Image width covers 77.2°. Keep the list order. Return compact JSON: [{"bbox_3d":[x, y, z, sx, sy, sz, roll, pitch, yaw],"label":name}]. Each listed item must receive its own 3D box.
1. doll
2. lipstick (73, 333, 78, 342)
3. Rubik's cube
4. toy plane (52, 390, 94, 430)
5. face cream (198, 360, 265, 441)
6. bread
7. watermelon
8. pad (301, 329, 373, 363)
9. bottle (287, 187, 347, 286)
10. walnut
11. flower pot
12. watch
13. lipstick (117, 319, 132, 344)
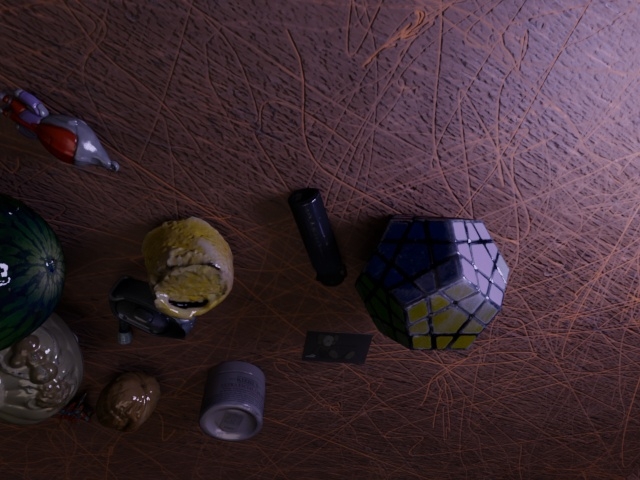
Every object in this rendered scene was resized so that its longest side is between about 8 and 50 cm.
[{"bbox_3d":[-0.483,-0.194,0.746,0.228,0.075,0.102,29,132,-10],"label":"doll"},{"bbox_3d":[-0.741,0.293,1.066,0.187,0.063,0.057,-18,120,16],"label":"lipstick"},{"bbox_3d":[0.231,0.081,0.859,0.319,0.318,0.264,-28,148,14],"label":"Rubik's cube"},{"bbox_3d":[-0.729,0.496,1.197,0.130,0.061,0.189,32,112,-21],"label":"toy plane"},{"bbox_3d":[-0.248,0.461,1.150,0.178,0.152,0.177,-2,123,-4],"label":"face cream"},{"bbox_3d":[-0.287,0.058,0.871,0.197,0.170,0.196,-9,123,-13],"label":"bread"},{"bbox_3d":[-0.681,0.056,0.748,0.364,0.363,0.362,-2,123,-3],"label":"watermelon"},{"bbox_3d":[0.048,0.310,1.156,0.190,0.004,0.127,5,123,-7],"label":"pad"},{"bbox_3d":[0.000,0.000,0.906,0.082,0.072,0.244,-4,126,21],"label":"bottle"},{"bbox_3d":[-0.543,0.455,1.130,0.156,0.155,0.184,34,117,-23],"label":"walnut"},{"bbox_3d":[-0.736,0.312,0.908,0.308,0.244,0.306,5,106,17],"label":"flower pot"},{"bbox_3d":[-0.405,0.165,0.958,0.206,0.068,0.193,39,138,-23],"label":"watch"},{"bbox_3d":[-0.510,0.217,1.041,0.037,0.037,0.116,8,119,-9],"label":"lipstick"}]
